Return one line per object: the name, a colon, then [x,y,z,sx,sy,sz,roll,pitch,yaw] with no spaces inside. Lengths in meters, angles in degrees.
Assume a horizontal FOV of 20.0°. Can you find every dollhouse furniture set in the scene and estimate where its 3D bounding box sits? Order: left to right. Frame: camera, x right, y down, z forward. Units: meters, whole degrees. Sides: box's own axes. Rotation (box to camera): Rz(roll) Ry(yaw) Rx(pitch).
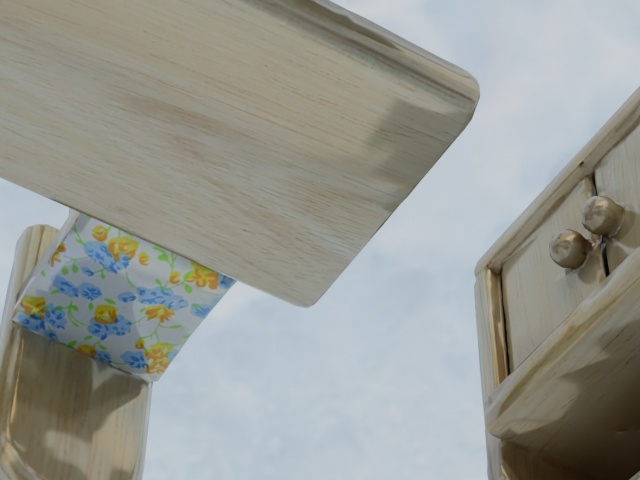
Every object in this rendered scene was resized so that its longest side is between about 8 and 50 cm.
dollhouse furniture set: [0.000,0.000,0.385,0.242,0.212,0.161,25,38,-20]
